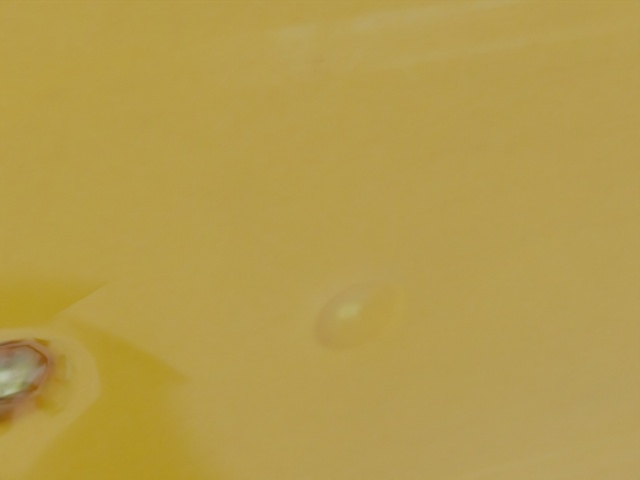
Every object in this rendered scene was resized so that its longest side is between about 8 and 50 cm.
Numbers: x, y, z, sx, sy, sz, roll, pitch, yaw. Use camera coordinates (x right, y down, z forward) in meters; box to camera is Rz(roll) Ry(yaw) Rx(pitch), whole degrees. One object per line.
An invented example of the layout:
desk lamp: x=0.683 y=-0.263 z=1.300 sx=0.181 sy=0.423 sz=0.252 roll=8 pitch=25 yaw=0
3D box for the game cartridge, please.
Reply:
game cartridge: x=0.000 y=0.000 z=0.402 sx=0.324 sy=0.052 sz=0.285 roll=-11 pitch=137 yaw=-21
